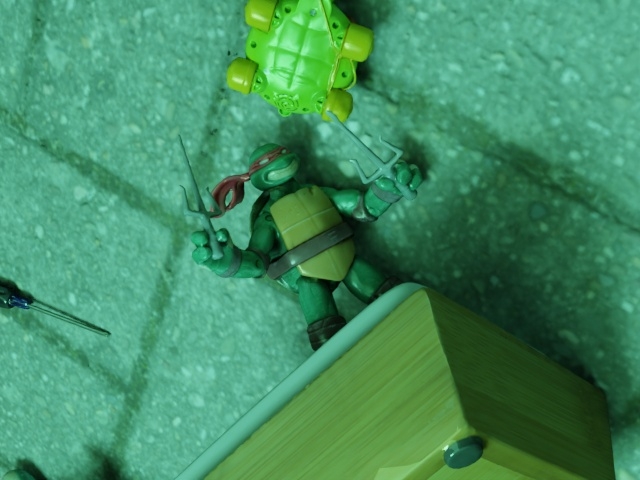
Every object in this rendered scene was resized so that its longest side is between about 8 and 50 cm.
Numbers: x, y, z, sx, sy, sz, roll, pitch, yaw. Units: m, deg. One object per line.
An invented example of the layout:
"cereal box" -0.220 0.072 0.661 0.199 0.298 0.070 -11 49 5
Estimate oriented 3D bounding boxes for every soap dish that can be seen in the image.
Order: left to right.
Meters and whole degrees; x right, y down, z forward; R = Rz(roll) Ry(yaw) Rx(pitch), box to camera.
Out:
"soap dish" 0.043 0.180 0.674 0.291 0.229 0.118 -44 44 18

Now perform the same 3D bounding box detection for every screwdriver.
"screwdriver" -0.279 0.068 0.985 0.170 0.025 0.024 15 114 16

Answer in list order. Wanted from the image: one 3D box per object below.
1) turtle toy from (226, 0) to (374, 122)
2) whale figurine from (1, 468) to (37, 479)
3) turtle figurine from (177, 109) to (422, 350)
"turtle toy" -0.008 -0.150 0.708 0.095 0.066 0.130 18 116 -2
"whale figurine" -0.243 0.338 1.012 0.272 0.141 0.216 31 124 46
"turtle figurine" 0.000 0.000 0.736 0.175 0.118 0.234 -31 89 -6
